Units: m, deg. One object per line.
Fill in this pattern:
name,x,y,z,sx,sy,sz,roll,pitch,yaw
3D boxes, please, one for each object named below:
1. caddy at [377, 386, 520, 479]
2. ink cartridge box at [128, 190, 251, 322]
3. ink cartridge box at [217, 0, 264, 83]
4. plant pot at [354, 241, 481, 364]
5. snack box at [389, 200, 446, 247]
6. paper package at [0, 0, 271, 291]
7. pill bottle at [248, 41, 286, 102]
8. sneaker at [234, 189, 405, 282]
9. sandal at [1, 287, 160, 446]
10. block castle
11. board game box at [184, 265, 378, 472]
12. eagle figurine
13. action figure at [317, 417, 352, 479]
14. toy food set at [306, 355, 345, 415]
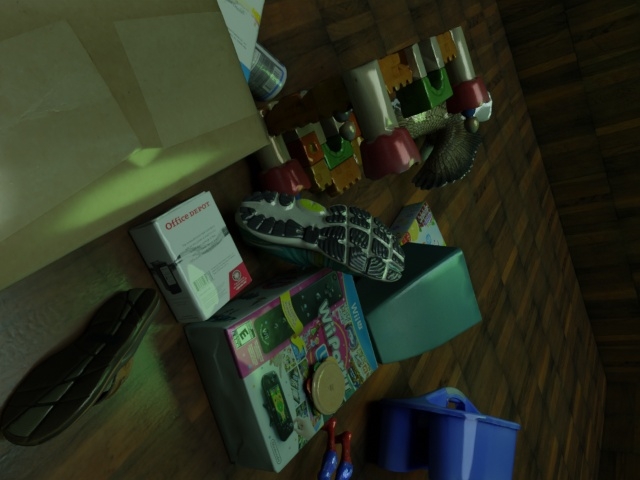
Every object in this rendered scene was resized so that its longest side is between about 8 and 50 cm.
caddy,0.262,0.393,1.061,0.341,0.241,0.179,30,65,-46
ink cartridge box,-0.177,0.022,0.721,0.109,0.063,0.151,-41,114,-49
ink cartridge box,-0.197,-0.298,0.688,0.171,0.168,0.233,32,57,-45
plant pot,0.162,0.131,1.031,0.234,0.165,0.166,-27,107,-26
snack box,0.229,0.033,1.243,0.207,0.070,0.175,-50,119,-44
paper package,-0.260,-0.084,0.436,0.325,0.309,0.168,-43,119,-48
pill bottle,-0.127,-0.297,0.855,0.137,0.078,0.078,32,57,-44
sneaker,0.000,0.000,0.819,0.275,0.110,0.107,19,60,-1
sandal,-0.255,0.142,0.592,0.219,0.090,0.060,-63,152,-48
block castle,0.099,-0.212,0.944,0.453,0.303,0.213,-41,114,-48
board game box,-0.043,0.177,0.832,0.303,0.097,0.224,-29,105,-52
eagle figurine,0.297,-0.272,1.318,0.298,0.226,0.225,-36,130,-56
action figure,-0.014,0.443,0.824,0.091,0.139,0.280,48,25,-31
toy food set,0.009,0.224,0.793,0.082,0.020,0.083,-16,95,-53
